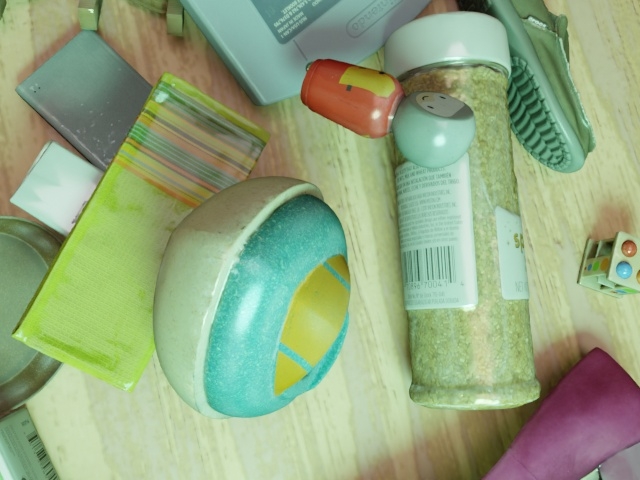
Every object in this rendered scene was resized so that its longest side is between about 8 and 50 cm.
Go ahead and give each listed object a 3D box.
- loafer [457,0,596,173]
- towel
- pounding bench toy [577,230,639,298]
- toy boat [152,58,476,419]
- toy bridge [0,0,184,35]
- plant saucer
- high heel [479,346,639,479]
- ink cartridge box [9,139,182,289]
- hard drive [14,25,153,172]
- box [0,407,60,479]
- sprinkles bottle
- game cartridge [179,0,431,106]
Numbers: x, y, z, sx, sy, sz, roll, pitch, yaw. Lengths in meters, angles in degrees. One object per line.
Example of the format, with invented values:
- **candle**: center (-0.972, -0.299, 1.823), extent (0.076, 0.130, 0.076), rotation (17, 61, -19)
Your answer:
- **loafer**: center (0.228, -0.192, 0.673), extent (0.087, 0.094, 0.251), rotation (-22, 86, -8)
- **towel**: center (-0.135, -0.010, 0.510), extent (0.102, 0.021, 0.237), rotation (27, 78, -5)
- **pounding bench toy**: center (0.325, 0.031, 0.673), extent (0.083, 0.065, 0.052), rotation (19, 79, -7)
- **toy boat**: center (0.000, 0.000, 0.518), extent (0.148, 0.267, 0.318), rotation (24, 78, 15)
- **toy bridge**: center (-0.220, -0.232, 0.627), extent (0.188, 0.026, 0.063), rotation (2, 54, -9)
- **plant saucer**: center (-0.274, 0.062, 0.538), extent (0.029, 0.168, 0.168), rotation (8, 78, 30)
- **high heel**: center (0.140, 0.226, 0.617), extent (0.377, 0.127, 0.181), rotation (-10, 55, -7)
- **ink cartridge box**: center (-0.177, -0.011, 0.571), extent (0.150, 0.109, 0.063), rotation (32, 79, -4)
- **hard drive**: center (-0.207, -0.126, 0.627), extent (0.135, 0.022, 0.094), rotation (44, 77, -2)
- **box**: center (-0.272, 0.206, 0.528), extent (0.087, 0.102, 0.101), rotation (-26, 88, -10)
- **sprinkles bottle**: center (0.131, -0.027, 0.620), extent (0.121, 0.121, 0.356), rotation (-2, 83, -10)
- **game cartridge**: center (0.009, -0.277, 0.631), extent (0.297, 0.062, 0.198), rotation (-40, 119, -9)
